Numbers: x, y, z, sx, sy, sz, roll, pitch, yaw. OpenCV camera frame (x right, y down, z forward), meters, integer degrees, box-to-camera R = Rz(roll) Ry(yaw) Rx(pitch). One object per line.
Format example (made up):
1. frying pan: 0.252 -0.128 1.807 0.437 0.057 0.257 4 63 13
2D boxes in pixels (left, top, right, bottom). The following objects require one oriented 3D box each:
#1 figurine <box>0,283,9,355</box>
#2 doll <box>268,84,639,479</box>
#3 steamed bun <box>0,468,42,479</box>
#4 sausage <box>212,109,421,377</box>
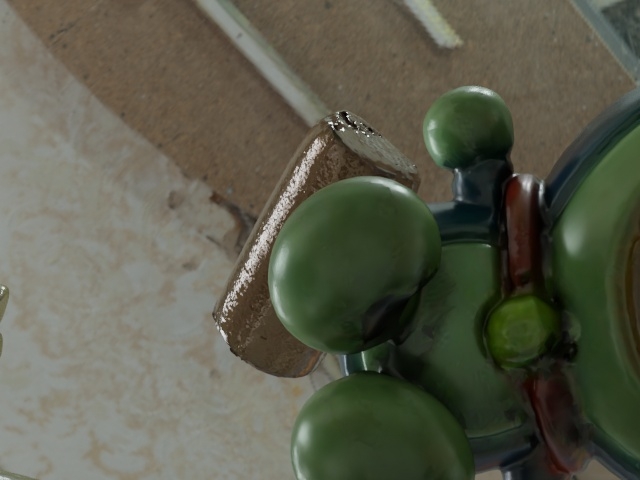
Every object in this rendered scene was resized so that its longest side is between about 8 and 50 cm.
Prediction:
1. figurine: -0.247 0.016 0.372 0.236 0.155 0.127 16 -62 10
2. doll: 0.147 0.023 0.469 0.322 0.186 0.198 -4 -91 7
3. steamed bun: -0.446 0.366 1.336 0.226 0.170 0.200 24 -34 -23
4. sausage: 0.000 0.000 1.008 0.123 0.123 0.253 29 -59 -2
